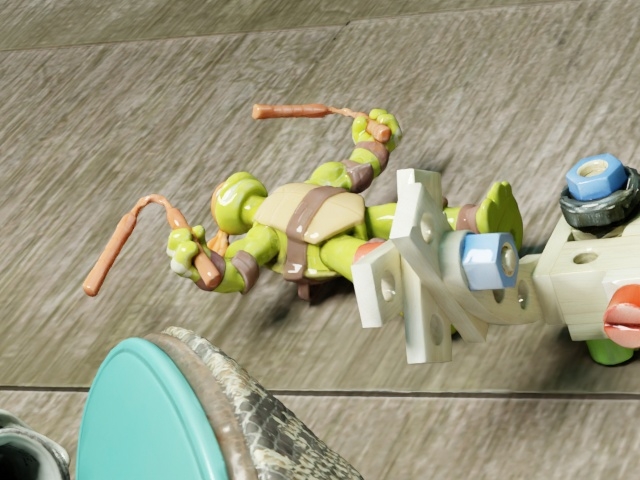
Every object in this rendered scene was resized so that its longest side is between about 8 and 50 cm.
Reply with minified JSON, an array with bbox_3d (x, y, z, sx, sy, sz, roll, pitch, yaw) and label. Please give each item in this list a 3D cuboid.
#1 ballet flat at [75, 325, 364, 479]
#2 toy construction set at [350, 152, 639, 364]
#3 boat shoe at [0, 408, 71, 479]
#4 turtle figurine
[{"bbox_3d":[0.003,0.216,0.764,0.182,0.164,0.483,15,27,-19],"label":"ballet flat"},{"bbox_3d":[0.185,0.029,1.003,0.328,0.151,0.215,8,36,21],"label":"toy construction set"},{"bbox_3d":[-0.170,0.144,0.981,0.119,0.121,0.335,-54,34,18],"label":"boat shoe"},{"bbox_3d":[0.000,0.000,1.204,0.217,0.087,0.269,15,33,34],"label":"turtle figurine"}]
